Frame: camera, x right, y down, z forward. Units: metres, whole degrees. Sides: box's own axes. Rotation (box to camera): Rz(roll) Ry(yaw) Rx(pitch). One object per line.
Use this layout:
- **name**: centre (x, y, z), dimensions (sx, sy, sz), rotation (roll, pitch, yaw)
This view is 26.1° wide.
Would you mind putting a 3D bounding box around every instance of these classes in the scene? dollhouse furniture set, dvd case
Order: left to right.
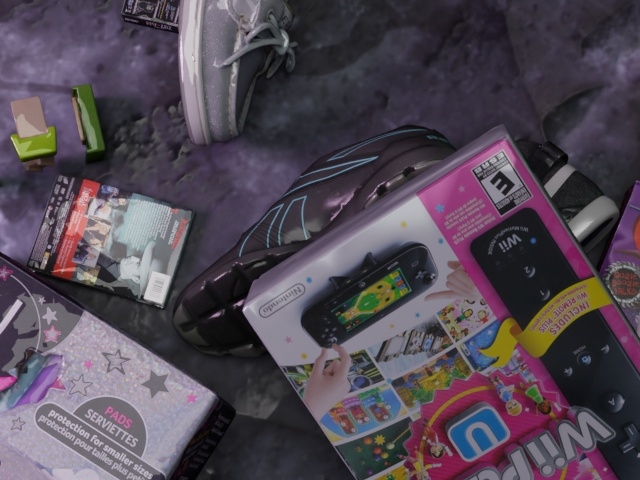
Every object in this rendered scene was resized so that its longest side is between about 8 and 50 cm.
- **dollhouse furniture set**: centre (-0.255, -0.082, 1.120), dimensions (0.151, 0.076, 0.059), rotation (-13, 80, -13)
- **dvd case**: centre (-0.172, 0.000, 1.130), dimensions (0.119, 0.013, 0.087), rotation (15, 78, 5)

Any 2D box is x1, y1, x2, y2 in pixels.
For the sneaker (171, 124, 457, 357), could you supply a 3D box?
- **sneaker**: centre (0.000, 0.000, 1.096), dimensions (0.267, 0.101, 0.106), rotation (-30, 33, 8)

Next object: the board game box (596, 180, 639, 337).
- **board game box**: centre (0.368, 0.114, 1.081), dimensions (0.346, 0.056, 0.208), rotation (23, 74, 6)

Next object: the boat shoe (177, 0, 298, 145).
- **boat shoe**: centre (-0.043, -0.226, 1.130), dimensions (0.103, 0.118, 0.320), rotation (11, 71, 8)

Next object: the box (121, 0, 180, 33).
- **box**: centre (-0.127, -0.221, 1.177), dimensions (0.067, 0.018, 0.083), rotation (12, 78, 3)

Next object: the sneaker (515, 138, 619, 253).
- **sneaker**: centre (0.119, 0.006, 1.101), dimensions (0.217, 0.079, 0.121), rotation (-38, 68, -7)

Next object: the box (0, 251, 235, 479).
- **box**: centre (-0.205, 0.111, 1.027), dimensions (0.247, 0.163, 0.142), rotation (31, 81, 7)

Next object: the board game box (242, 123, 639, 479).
- **board game box**: centre (0.121, 0.104, 0.995), dimensions (0.224, 0.097, 0.303), rotation (-33, 97, 7)
